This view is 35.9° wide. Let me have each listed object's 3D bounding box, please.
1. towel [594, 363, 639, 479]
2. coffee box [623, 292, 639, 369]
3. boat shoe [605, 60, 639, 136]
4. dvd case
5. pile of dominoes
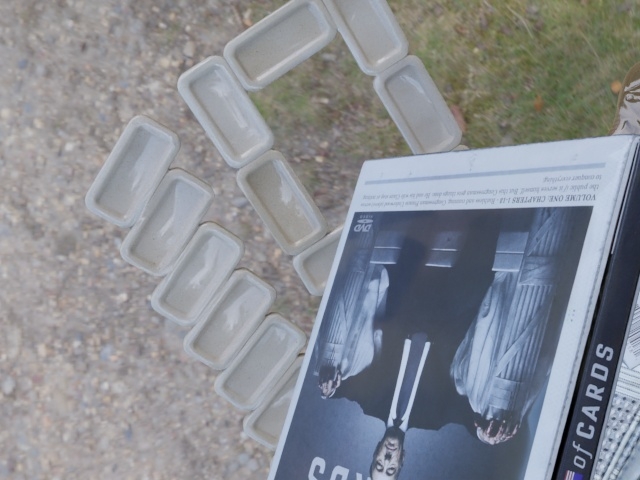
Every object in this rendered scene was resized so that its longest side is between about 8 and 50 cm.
[{"bbox_3d":[0.375,0.274,1.514,0.324,0.056,0.312,23,75,51],"label":"towel"},{"bbox_3d":[0.369,0.015,0.937,0.246,0.141,0.098,-32,85,8],"label":"coffee box"},{"bbox_3d":[0.452,-0.123,1.408,0.104,0.089,0.285,16,72,37],"label":"boat shoe"},{"bbox_3d":[0.044,0.075,0.421,0.179,0.029,0.238,1,71,58],"label":"dvd case"},{"bbox_3d":[0.000,0.000,0.563,0.196,0.040,0.251,-33,109,-1],"label":"pile of dominoes"}]
